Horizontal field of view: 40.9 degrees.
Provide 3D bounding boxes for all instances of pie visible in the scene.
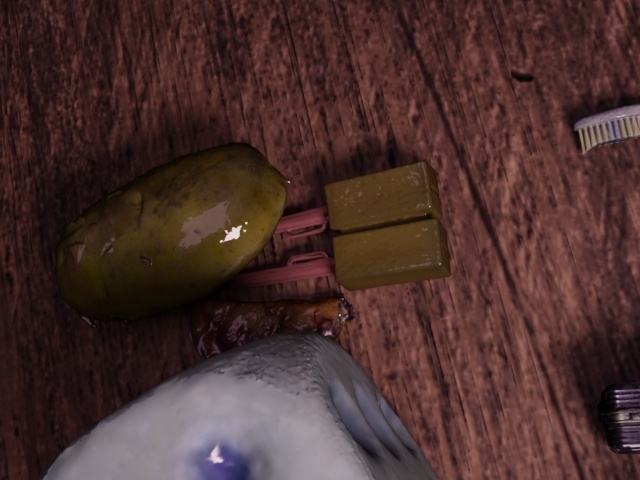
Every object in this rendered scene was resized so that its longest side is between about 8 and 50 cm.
[{"bbox_3d":[-0.050,0.091,0.809,0.170,0.034,0.092,-5,72,14],"label":"pie"}]

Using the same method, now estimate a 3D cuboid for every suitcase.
[{"bbox_3d":[0.284,0.139,0.674,0.126,0.086,0.059,-6,74,14],"label":"suitcase"}]

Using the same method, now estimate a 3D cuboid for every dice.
[{"bbox_3d":[-0.040,0.242,0.648,0.263,0.268,0.264,-33,70,5],"label":"dice"}]

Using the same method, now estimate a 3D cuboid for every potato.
[{"bbox_3d":[-0.138,-0.005,0.810,0.251,0.113,0.149,-24,47,7],"label":"potato"}]

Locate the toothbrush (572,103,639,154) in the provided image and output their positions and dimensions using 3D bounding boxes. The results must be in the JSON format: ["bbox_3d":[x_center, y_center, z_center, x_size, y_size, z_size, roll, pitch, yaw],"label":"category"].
[{"bbox_3d":[0.409,-0.125,0.731,0.375,0.028,0.037,-10,81,14],"label":"toothbrush"}]

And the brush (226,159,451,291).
[{"bbox_3d":[0.000,0.000,0.811,0.234,0.047,0.103,-11,74,19],"label":"brush"}]
